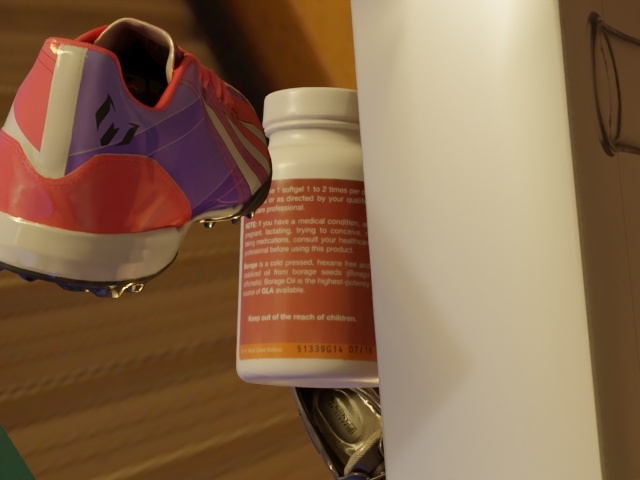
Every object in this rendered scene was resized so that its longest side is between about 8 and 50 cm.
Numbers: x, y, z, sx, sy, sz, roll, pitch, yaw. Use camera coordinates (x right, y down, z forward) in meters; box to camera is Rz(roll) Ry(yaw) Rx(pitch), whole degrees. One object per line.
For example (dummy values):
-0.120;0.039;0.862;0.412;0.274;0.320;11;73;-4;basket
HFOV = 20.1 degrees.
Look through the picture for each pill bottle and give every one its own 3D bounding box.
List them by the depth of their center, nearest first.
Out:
0.000;0.000;1.355;0.121;0.121;0.216;13;-103;-56;pill bottle

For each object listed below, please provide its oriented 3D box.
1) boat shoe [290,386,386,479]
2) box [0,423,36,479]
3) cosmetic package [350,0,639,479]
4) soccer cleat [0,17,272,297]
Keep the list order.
0.059;0.219;1.758;0.285;0.103;0.092;48;-171;38;boat shoe
-0.267;0.238;1.463;0.244;0.100;0.060;60;-143;-14;box
0.134;0.060;0.731;0.284;0.097;0.377;10;-107;-53;cosmetic package
-0.086;-0.065;0.947;0.318;0.108;0.116;-49;-30;-72;soccer cleat
